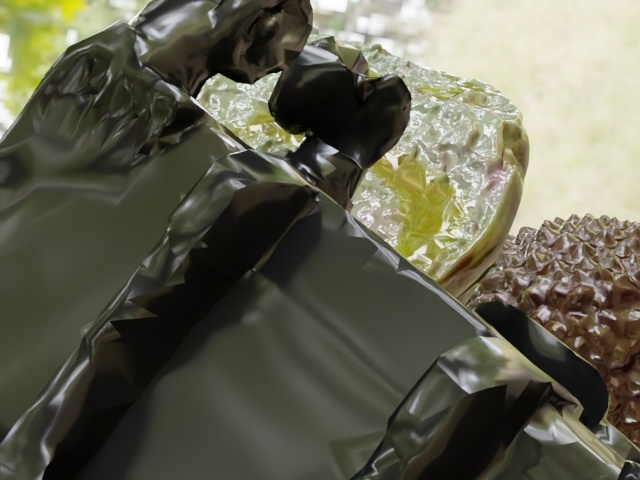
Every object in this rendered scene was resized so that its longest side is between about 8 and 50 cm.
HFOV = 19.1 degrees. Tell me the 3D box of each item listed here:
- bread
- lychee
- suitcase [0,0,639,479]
[{"bbox_3d":[0.003,-0.003,0.858,0.156,0.158,0.260,101,-170,-51],"label":"bread"},{"bbox_3d":[0.183,0.091,1.315,0.271,0.271,0.271,11,-90,-79],"label":"lychee"},{"bbox_3d":[-0.061,0.165,0.493,0.434,0.283,0.194,-51,-36,0],"label":"suitcase"}]
